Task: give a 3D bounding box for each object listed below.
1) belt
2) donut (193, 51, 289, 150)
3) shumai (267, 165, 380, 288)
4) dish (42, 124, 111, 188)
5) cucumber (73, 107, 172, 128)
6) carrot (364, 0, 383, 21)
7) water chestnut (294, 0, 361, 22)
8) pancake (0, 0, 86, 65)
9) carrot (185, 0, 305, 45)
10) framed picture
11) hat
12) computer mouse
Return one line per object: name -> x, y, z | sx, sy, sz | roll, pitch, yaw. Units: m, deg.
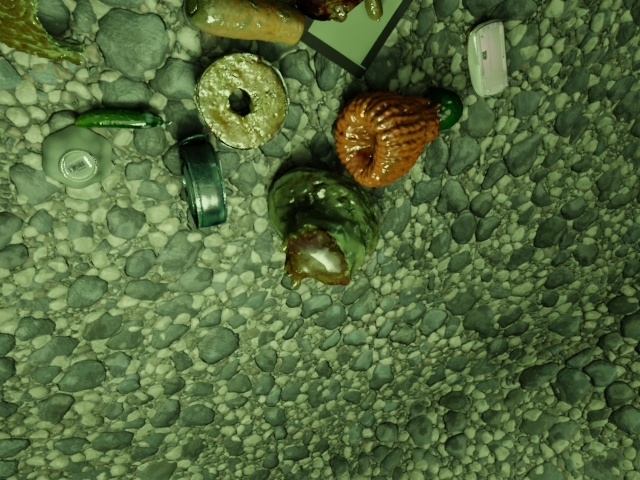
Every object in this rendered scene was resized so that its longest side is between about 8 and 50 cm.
belt -> -0.328, -0.167, 1.763 | 0.116, 0.206, 0.267 | -14, 119, -18
donut -> -0.223, -0.392, 1.730 | 0.272, 0.107, 0.272 | -10, 120, -18
shumai -> 0.000, 0.000, 1.888 | 0.324, 0.323, 0.397 | -20, 124, 20
dish -> -0.650, -0.209, 1.686 | 0.191, 0.066, 0.190 | -11, 124, -16
cucumber -> -0.524, -0.324, 1.674 | 0.250, 0.056, 0.056 | -3, 122, -20
carrot -> 0.125, -0.709, 1.681 | 0.049, 0.049, 0.254 | -23, 125, -7
water chestnut -> 0.024, -0.678, 1.576 | 0.224, 0.238, 0.223 | -6, 165, -2
pancake -> -0.701, -0.528, 1.419 | 0.197, 0.054, 0.376 | -14, 143, 36
carrot -> -0.193, -0.572, 1.602 | 0.302, 0.138, 0.138 | 7, 118, -33
framed picture -> 0.112, -0.655, 1.748 | 0.265, 0.016, 0.347 | 23, 111, -33
hat -> 0.236, -0.353, 1.907 | 0.400, 0.285, 0.285 | -36, 136, -37
computer mouse -> 0.524, -0.566, 1.954 | 0.126, 0.056, 0.245 | -24, 128, -6
